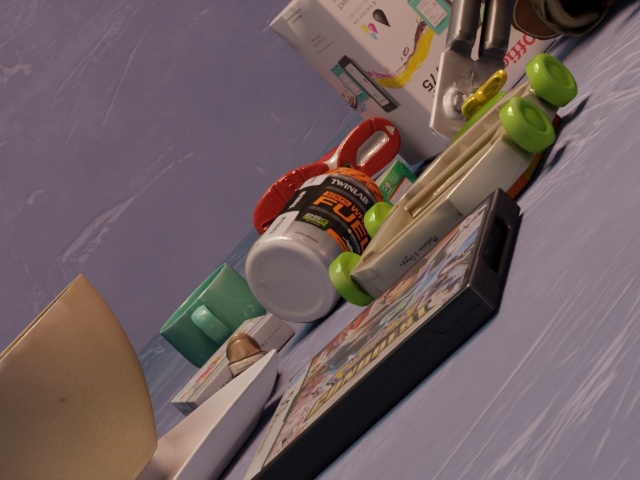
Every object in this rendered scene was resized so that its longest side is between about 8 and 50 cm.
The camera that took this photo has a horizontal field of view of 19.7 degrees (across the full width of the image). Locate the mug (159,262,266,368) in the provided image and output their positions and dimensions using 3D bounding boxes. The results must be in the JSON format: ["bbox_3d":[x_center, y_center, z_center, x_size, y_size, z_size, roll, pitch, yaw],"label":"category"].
[{"bbox_3d":[-0.138,0.115,2.423,0.129,0.097,0.158,-42,8,34],"label":"mug"}]

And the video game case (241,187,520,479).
[{"bbox_3d":[0.051,0.090,1.534,0.275,0.035,0.248,-44,6,21],"label":"video game case"}]

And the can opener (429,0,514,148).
[{"bbox_3d":[0.174,-0.222,2.117,0.095,0.076,0.283,118,164,-66],"label":"can opener"}]

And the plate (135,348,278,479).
[{"bbox_3d":[-0.164,0.258,1.882,0.277,0.045,0.278,-39,9,48],"label":"plate"}]

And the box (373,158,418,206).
[{"bbox_3d":[0.040,-0.019,2.343,0.179,0.043,0.105,-39,9,37],"label":"box"}]

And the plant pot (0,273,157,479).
[{"bbox_3d":[-0.286,0.202,1.970,0.284,0.191,0.284,-46,6,6],"label":"plant pot"}]

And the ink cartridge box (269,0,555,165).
[{"bbox_3d":[0.115,-0.266,2.357,0.198,0.270,0.197,-48,7,-16],"label":"ink cartridge box"}]

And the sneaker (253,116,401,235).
[{"bbox_3d":[0.008,-0.065,2.382,0.221,0.087,0.128,-33,-6,-9],"label":"sneaker"}]

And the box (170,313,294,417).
[{"bbox_3d":[-0.108,0.154,2.238,0.145,0.038,0.186,-47,5,-12],"label":"box"}]

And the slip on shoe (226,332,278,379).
[{"bbox_3d":[-0.078,0.130,1.993,0.051,0.041,0.135,-23,-13,3],"label":"slip on shoe"}]

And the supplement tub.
[{"bbox_3d":[0.000,0.000,2.121,0.117,0.117,0.190,-42,8,39],"label":"supplement tub"}]

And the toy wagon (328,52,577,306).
[{"bbox_3d":[0.145,-0.072,1.821,0.267,0.068,0.344,-43,6,31],"label":"toy wagon"}]

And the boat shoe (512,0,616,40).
[{"bbox_3d":[0.285,-0.299,2.117,0.324,0.122,0.120,124,164,-69],"label":"boat shoe"}]
